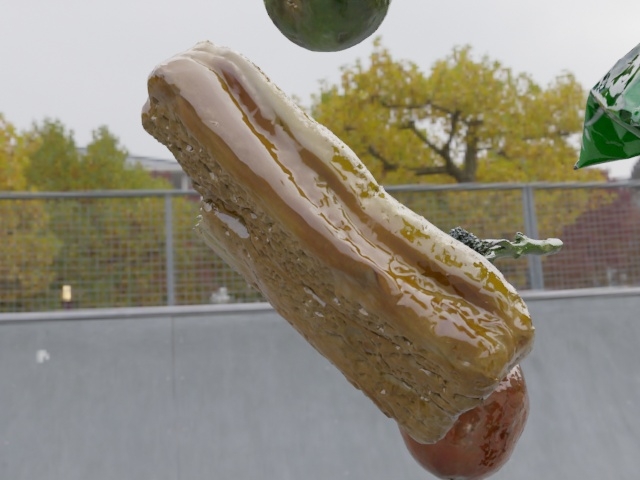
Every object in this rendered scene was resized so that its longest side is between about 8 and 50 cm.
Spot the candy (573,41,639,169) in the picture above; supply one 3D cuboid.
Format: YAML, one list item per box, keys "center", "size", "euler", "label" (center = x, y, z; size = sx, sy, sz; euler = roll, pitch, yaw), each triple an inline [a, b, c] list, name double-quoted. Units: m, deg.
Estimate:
- center: [0.263, -0.114, 0.681]
  size: [0.141, 0.078, 0.203]
  euler: [-34, -7, 3]
  label: "candy"

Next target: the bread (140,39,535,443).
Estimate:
- center: [0.000, 0.000, 0.756]
  size: [0.109, 0.380, 0.185]
  euler: [-43, -10, -30]
  label: "bread"

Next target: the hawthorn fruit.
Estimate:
- center: [0.155, 0.186, 0.926]
  size: [0.149, 0.189, 0.149]
  euler: [-22, -13, -5]
  label: "hawthorn fruit"

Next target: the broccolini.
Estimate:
- center: [0.241, 0.017, 1.178]
  size: [0.216, 0.058, 0.067]
  euler: [0, 34, -45]
  label: "broccolini"

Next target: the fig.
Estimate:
- center: [0.048, -0.417, 1.396]
  size: [0.275, 0.206, 0.206]
  euler: [-35, 8, -30]
  label: "fig"
